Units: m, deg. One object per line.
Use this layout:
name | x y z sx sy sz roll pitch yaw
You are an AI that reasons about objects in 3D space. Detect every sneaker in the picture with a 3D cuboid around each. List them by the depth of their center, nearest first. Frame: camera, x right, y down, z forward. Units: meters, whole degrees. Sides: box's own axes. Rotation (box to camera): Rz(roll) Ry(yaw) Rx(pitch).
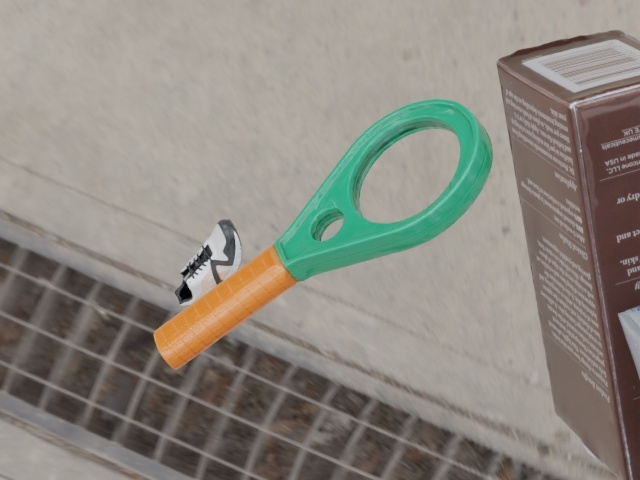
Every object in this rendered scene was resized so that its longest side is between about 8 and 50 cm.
sneaker | -0.104 0.025 1.696 0.044 0.109 0.040 -2 43 -27

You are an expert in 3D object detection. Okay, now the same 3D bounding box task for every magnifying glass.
magnifying glass | 0.000 0.000 1.064 0.231 0.026 0.092 -35 43 9

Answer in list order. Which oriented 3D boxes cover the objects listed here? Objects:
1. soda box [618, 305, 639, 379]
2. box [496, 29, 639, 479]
soda box | 0.346 0.180 1.536 0.098 0.091 0.286 -21 110 -1
box | 0.283 0.014 1.687 0.143 0.191 0.381 -14 111 -11
